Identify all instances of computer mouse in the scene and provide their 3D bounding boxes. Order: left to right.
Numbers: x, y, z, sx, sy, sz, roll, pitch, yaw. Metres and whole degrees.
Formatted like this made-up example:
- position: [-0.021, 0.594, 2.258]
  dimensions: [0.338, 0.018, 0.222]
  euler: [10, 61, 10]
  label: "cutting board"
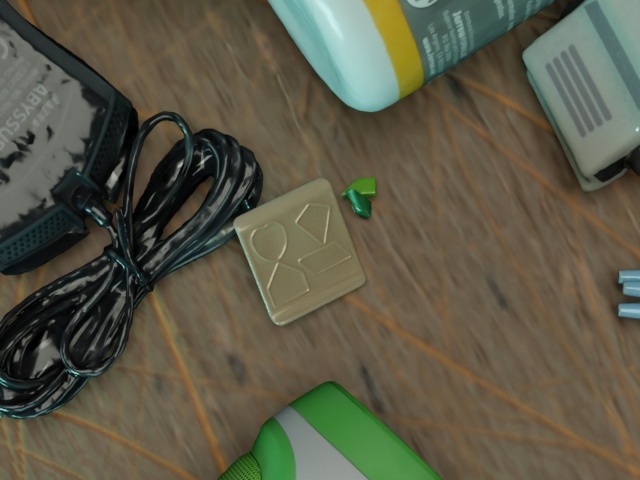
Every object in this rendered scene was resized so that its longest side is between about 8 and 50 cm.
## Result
- position: [-0.183, -0.056, 0.935]
  dimensions: [0.272, 0.072, 0.188]
  euler: [44, 83, -9]
  label: "computer mouse"

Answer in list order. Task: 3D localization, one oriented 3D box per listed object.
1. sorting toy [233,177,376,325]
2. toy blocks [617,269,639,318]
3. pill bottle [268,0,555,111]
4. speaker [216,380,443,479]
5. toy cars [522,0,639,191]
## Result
- position: [0.000, 0.000, 0.948]
  dimensions: [0.083, 0.012, 0.062]
  euler: [-26, 103, -19]
  label: "sorting toy"
- position: [0.230, -0.005, 0.938]
  dimensions: [0.148, 0.054, 0.123]
  euler: [3, 84, 0]
  label: "toy blocks"
- position: [0.095, -0.198, 0.902]
  dimensions: [0.278, 0.162, 0.162]
  euler: [-33, 85, -4]
  label: "pill bottle"
- position: [-0.059, 0.210, 0.873]
  dimensions: [0.131, 0.131, 0.296]
  euler: [44, 85, 4]
  label: "speaker"
- position: [0.272, -0.091, 0.847]
  dimensions: [0.394, 0.087, 0.176]
  euler: [11, 84, 29]
  label: "toy cars"
